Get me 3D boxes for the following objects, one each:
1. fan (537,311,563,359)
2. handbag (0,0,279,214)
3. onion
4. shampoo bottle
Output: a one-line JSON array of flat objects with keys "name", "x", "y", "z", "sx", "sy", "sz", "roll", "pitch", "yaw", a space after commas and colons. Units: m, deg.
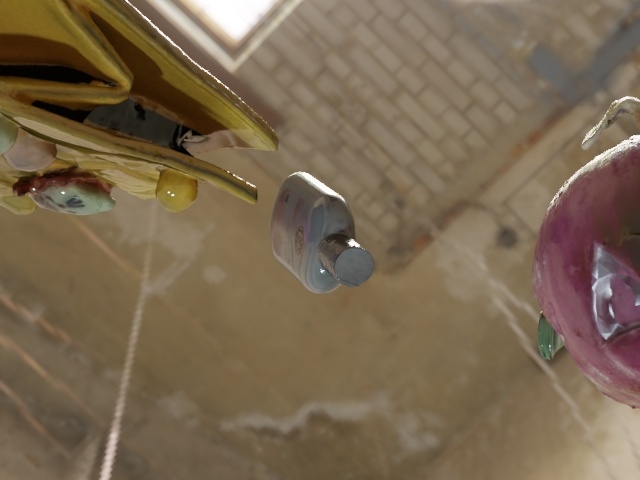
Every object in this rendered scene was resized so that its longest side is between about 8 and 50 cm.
[{"name": "fan", "x": 0.199, "y": 0.062, "z": 1.157, "sx": 0.016, "sy": 0.038, "sz": 0.193, "roll": 5, "pitch": -173, "yaw": 21}, {"name": "handbag", "x": -0.258, "y": -0.096, "z": 1.131, "sx": 0.401, "sy": 0.133, "sz": 0.283, "roll": 2, "pitch": 165, "yaw": 38}, {"name": "onion", "x": 0.218, "y": 0.006, "z": 0.783, "sx": 0.207, "sy": 0.200, "sz": 0.200, "roll": 6, "pitch": -174, "yaw": 17}, {"name": "shampoo bottle", "x": 0.000, "y": 0.000, "z": 1.127, "sx": 0.040, "sy": 0.080, "sz": 0.165, "roll": 7, "pitch": -168, "yaw": -18}]
